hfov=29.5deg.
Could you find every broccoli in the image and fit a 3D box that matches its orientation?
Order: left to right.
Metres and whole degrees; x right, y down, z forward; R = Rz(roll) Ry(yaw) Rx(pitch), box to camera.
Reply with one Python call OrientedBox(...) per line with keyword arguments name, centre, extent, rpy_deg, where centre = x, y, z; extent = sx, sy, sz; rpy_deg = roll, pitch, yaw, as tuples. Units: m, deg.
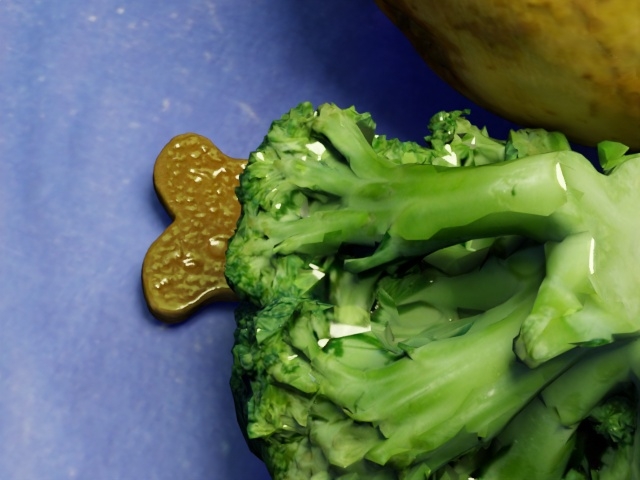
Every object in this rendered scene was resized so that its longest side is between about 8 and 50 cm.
OrientedBox(name="broccoli", centre=(0.087, 0.045, 0.566), extent=(0.294, 0.245, 0.265), rpy_deg=(41, 62, -9))

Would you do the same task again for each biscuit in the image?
OrientedBox(name="biscuit", centre=(0.000, 0.000, 0.713), extent=(0.204, 0.031, 0.138), rpy_deg=(1, 63, 2))

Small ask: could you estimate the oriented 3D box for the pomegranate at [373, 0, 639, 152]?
OrientedBox(name="pomegranate", centre=(0.198, -0.246, 0.648), extent=(0.410, 0.410, 0.410), rpy_deg=(0, 59, 0))
